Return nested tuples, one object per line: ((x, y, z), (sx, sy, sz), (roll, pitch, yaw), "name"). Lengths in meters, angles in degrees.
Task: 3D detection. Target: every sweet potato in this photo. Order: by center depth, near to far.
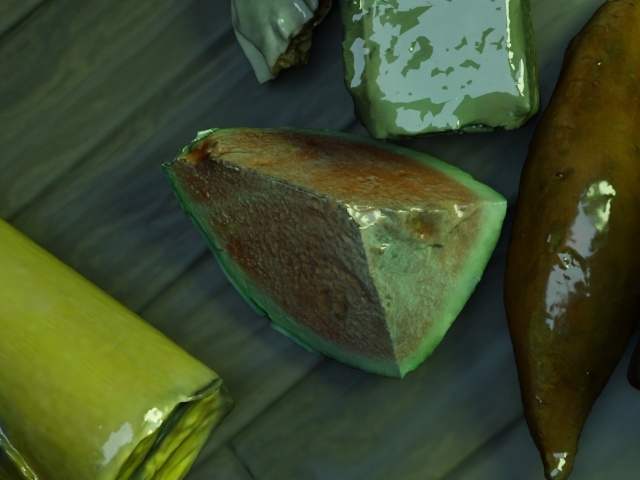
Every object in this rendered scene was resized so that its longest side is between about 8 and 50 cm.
((0.185, -0.010, 1.150), (0.112, 0.112, 0.359), (8, 86, 12), "sweet potato")

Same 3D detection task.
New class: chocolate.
((-0.280, 0.047, 1.226), (0.445, 0.162, 0.162), (35, 92, 15), "chocolate")

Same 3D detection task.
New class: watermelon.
((0.007, 0.009, 1.200), (0.231, 0.128, 0.146), (19, 117, 25), "watermelon")

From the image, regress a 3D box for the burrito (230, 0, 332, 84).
((-0.037, -0.316, 1.229), (0.117, 0.076, 0.392), (-14, 79, 46), "burrito")

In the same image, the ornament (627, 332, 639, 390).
((0.336, 0.032, 1.084), (0.217, 0.221, 0.235), (21, 130, 8), "ornament")

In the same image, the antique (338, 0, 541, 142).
((0.076, -0.212, 1.145), (0.125, 0.150, 0.284), (-5, 95, 10), "antique")
